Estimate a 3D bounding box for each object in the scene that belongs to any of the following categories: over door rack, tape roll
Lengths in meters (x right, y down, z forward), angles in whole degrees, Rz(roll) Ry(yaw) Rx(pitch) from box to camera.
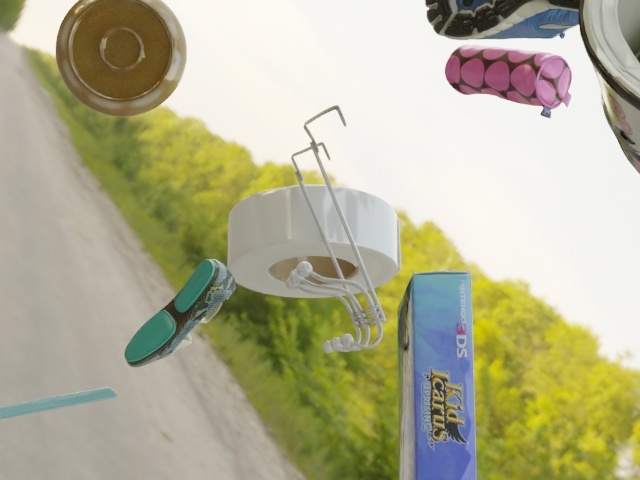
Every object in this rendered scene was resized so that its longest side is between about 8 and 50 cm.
[{"bbox_3d":[0.000,0.000,1.498,0.239,0.108,0.324,132,-53,-81],"label":"over door rack"},{"bbox_3d":[-0.012,0.007,1.756,0.286,0.100,0.286,-1,-22,0],"label":"tape roll"}]

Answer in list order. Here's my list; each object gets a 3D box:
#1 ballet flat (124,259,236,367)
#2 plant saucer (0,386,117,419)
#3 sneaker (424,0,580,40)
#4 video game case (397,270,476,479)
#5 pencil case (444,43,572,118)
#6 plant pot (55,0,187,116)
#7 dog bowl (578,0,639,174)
[{"bbox_3d":[-0.184,0.109,1.438,0.070,0.188,0.070,43,9,-8],"label":"ballet flat"},{"bbox_3d":[-0.352,0.207,1.325,0.192,0.018,0.067,-6,-8,-45],"label":"plant saucer"},{"bbox_3d":[0.302,-0.324,1.315,0.330,0.130,0.147,-6,2,29],"label":"sneaker"},{"bbox_3d":[0.113,0.181,1.081,0.061,0.270,0.244,0,-11,0],"label":"video game case"},{"bbox_3d":[0.303,-0.261,1.710,0.098,0.095,0.209,25,-1,-42],"label":"pencil case"},{"bbox_3d":[-0.358,-0.341,1.901,0.236,0.236,0.032,42,-1,-6],"label":"plant pot"},{"bbox_3d":[0.464,-0.174,1.041,0.408,0.408,0.150,39,-24,38],"label":"dog bowl"}]
